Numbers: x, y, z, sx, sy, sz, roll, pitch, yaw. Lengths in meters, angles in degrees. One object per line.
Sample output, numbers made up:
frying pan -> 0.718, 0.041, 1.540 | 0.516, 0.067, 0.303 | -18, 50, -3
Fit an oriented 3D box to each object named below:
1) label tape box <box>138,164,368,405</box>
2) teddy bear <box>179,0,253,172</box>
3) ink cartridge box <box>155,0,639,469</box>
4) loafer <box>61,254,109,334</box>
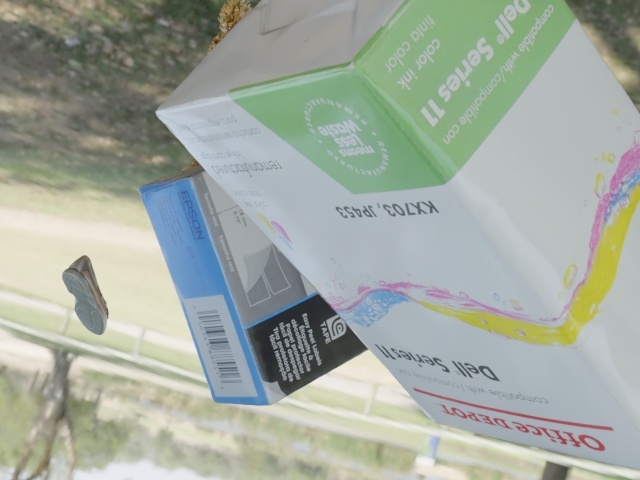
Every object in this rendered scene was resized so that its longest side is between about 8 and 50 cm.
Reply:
label tape box -> 0.000, 0.000, 1.158 | 0.334, 0.240, 0.106 | -25, -170, -39
teddy bear -> -0.132, -0.160, 1.428 | 0.113, 0.338, 0.245 | 9, 170, -19
ink cartridge box -> 0.098, 0.010, 0.602 | 0.353, 0.119, 0.207 | 48, 157, -23
loafer -> -0.288, 0.070, 1.350 | 0.045, 0.039, 0.125 | 16, 143, 21
